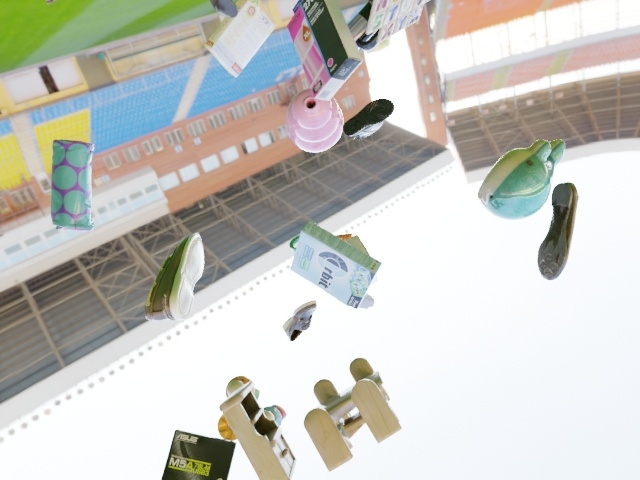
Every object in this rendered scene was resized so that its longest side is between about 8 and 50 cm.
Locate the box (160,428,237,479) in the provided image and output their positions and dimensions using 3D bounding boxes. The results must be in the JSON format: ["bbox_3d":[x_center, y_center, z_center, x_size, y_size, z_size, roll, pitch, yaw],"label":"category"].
[{"bbox_3d":[-0.360,0.670,1.435,0.190,0.184,0.045,13,164,0],"label":"box"}]

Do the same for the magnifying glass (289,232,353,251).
[{"bbox_3d":[0.000,0.000,1.665,0.230,0.026,0.092,-6,-146,22],"label":"magnifying glass"}]

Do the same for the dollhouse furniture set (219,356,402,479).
[{"bbox_3d":[-0.024,0.436,1.310,0.394,0.257,0.362,-31,175,0],"label":"dollhouse furniture set"}]

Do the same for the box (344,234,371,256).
[{"bbox_3d":[0.090,0.078,1.351,0.113,0.094,0.275,-29,164,0],"label":"box"}]

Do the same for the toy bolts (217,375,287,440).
[{"bbox_3d":[-0.244,0.589,1.635,0.228,0.158,0.218,24,-105,15],"label":"toy bolts"}]

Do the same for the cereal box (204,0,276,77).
[{"bbox_3d":[-0.271,-0.705,1.669,0.047,0.173,0.240,39,-90,24],"label":"cereal box"}]

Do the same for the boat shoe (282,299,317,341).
[{"bbox_3d":[-0.082,0.361,2.179,0.102,0.092,0.285,-6,149,-38],"label":"boat shoe"}]

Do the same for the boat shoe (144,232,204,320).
[{"bbox_3d":[-0.386,0.090,1.314,0.096,0.117,0.324,-10,-143,6],"label":"boat shoe"}]

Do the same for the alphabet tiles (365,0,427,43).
[{"bbox_3d":[0.239,-0.668,1.226,0.285,0.343,0.011,-36,-107,-23],"label":"alphabet tiles"}]

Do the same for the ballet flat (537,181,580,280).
[{"bbox_3d":[0.602,-0.021,1.220,0.058,0.250,0.084,0,-170,-30],"label":"ballet flat"}]

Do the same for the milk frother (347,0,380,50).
[{"bbox_3d":[0.119,-0.648,1.433,0.135,0.143,0.129,-44,-141,11],"label":"milk frother"}]

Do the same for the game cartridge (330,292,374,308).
[{"bbox_3d":[0.052,0.164,1.868,0.294,0.060,0.196,33,-167,36],"label":"game cartridge"}]

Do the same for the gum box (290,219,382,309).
[{"bbox_3d":[0.030,0.058,1.092,0.184,0.157,0.041,30,-128,10],"label":"gum box"}]

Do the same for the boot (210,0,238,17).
[{"bbox_3d":[-0.169,-0.460,0.872,0.037,0.106,0.114,-34,-158,44],"label":"boot"}]

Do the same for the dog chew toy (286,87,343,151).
[{"bbox_3d":[-0.024,-0.418,1.652,0.206,0.207,0.332,-16,179,3],"label":"dog chew toy"}]

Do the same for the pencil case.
[{"bbox_3d":[-0.416,-0.093,0.822,0.064,0.152,0.070,3,-177,9],"label":"pencil case"}]

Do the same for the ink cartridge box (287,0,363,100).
[{"bbox_3d":[-0.005,-0.619,1.444,0.069,0.371,0.175,-2,155,-38],"label":"ink cartridge box"}]

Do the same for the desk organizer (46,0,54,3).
[{"bbox_3d":[-0.407,-0.449,0.804,0.130,0.050,0.047,-27,-130,-4],"label":"desk organizer"}]

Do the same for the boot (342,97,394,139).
[{"bbox_3d":[0.108,-0.247,0.995,0.121,0.045,0.099,-28,178,27],"label":"boot"}]

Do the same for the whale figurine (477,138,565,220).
[{"bbox_3d":[0.512,-0.147,1.184,0.272,0.216,0.141,-28,-117,-28],"label":"whale figurine"}]
